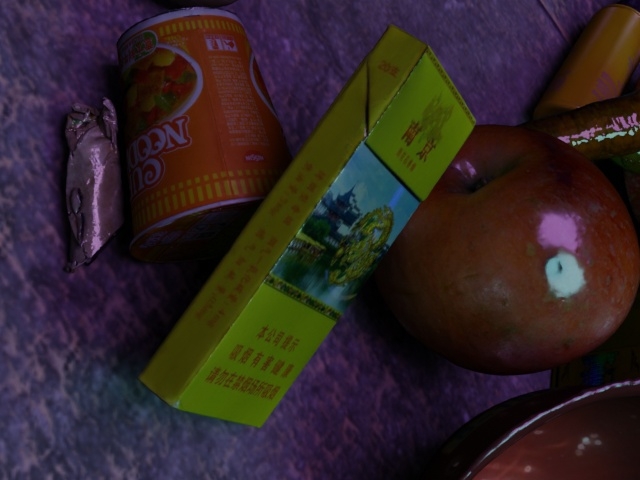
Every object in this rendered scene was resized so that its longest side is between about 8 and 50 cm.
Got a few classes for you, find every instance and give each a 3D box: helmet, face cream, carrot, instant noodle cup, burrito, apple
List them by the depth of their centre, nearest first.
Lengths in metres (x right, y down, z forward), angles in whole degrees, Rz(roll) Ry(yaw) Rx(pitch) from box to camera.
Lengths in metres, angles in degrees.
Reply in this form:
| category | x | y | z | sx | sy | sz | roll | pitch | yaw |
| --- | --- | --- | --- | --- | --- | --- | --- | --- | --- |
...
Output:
| category | x | y | z | sx | sy | sz | roll | pitch | yaw |
| --- | --- | --- | --- | --- | --- | --- | --- | --- | --- |
| burrito | -0.191 | -0.047 | 1.007 | 0.055 | 0.041 | 0.149 | -1 | 83 | -23 |
| instant noodle cup | -0.100 | -0.092 | 1.024 | 0.168 | 0.168 | 0.185 | -4 | 74 | -37 |
| helmet | 0.231 | 0.268 | 1.104 | 0.385 | 0.230 | 0.337 | -30 | 103 | -10 |
| apple | 0.170 | 0.004 | 1.124 | 0.253 | 0.253 | 0.254 | 10 | 73 | -35 |
| carrot | 0.253 | -0.103 | 1.273 | 0.260 | 0.070 | 0.070 | -16 | 88 | -9 |
| face cream | 0.341 | -0.221 | 1.421 | 0.078 | 0.078 | 0.273 | 47 | 56 | -18 |

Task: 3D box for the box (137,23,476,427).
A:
| category | x | y | z | sx | sy | sz | roll | pitch | yaw |
| --- | --- | --- | --- | --- | --- | --- | --- | --- | --- |
| box | 0.000 | 0.000 | 0.977 | 0.335 | 0.047 | 0.187 | -55 | 156 | 0 |

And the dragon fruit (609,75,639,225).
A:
| category | x | y | z | sx | sy | sz | roll | pitch | yaw |
| --- | --- | --- | --- | --- | --- | --- | --- | --- | --- |
| dragon fruit | 0.441 | -0.107 | 1.414 | 0.268 | 0.130 | 0.295 | 27 | 66 | -49 |

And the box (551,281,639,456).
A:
| category | x | y | z | sx | sy | sz | roll | pitch | yaw |
| --- | --- | --- | --- | --- | --- | --- | --- | --- | --- |
| box | 0.319 | 0.134 | 1.279 | 0.064 | 0.141 | 0.220 | 24 | 65 | -32 |

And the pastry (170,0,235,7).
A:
| category | x | y | z | sx | sy | sz | roll | pitch | yaw |
| --- | --- | --- | --- | --- | --- | --- | --- | --- | --- |
| pastry | -0.111 | -0.289 | 1.086 | 0.156 | 0.092 | 0.156 | 4 | 82 | -30 |
